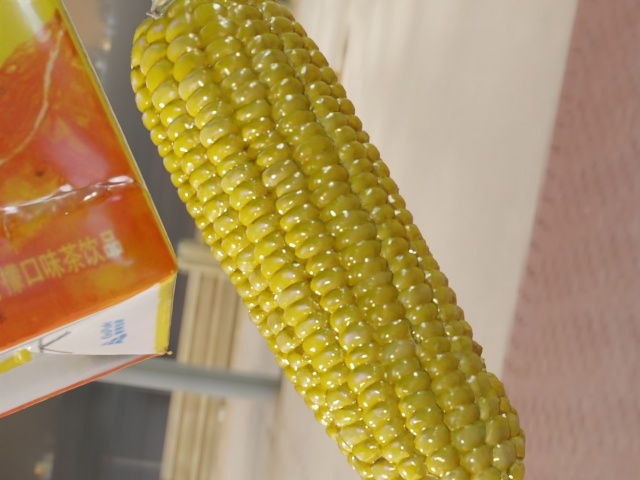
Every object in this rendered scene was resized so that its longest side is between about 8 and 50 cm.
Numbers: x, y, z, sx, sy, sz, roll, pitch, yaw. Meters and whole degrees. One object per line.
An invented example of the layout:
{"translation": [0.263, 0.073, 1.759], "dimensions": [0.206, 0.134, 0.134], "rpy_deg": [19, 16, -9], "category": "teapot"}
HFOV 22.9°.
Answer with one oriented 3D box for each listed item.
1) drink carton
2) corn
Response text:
{"translation": [-0.192, -0.098, 0.643], "dimensions": [0.351, 0.155, 0.111], "rpy_deg": [64, 162, 16], "category": "drink carton"}
{"translation": [0.000, 0.000, 0.521], "dimensions": [0.206, 0.067, 0.067], "rpy_deg": [59, 162, 11], "category": "corn"}
